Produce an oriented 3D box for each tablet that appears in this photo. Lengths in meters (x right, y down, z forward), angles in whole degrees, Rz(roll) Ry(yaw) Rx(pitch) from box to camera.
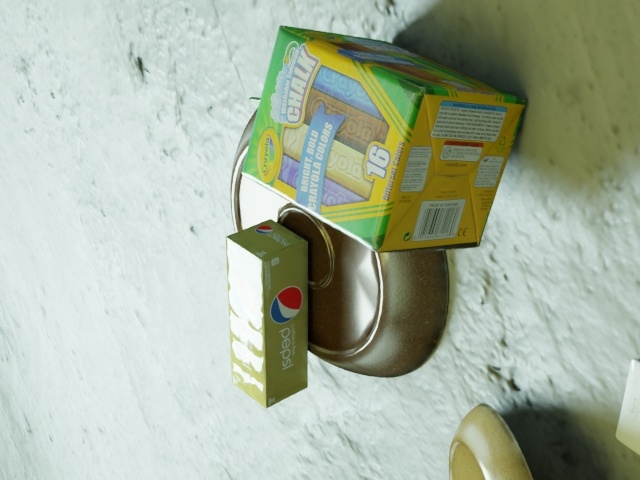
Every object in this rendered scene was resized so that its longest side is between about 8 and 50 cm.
[{"bbox_3d":[0.259,0.137,0.928,0.054,0.006,0.083,33,135,39],"label":"tablet"}]

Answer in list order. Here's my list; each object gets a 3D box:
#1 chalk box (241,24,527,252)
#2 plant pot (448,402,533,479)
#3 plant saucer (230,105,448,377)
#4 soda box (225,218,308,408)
[{"bbox_3d":[0.033,-0.092,0.961,0.213,0.132,0.132,32,114,39],"label":"chalk box"},{"bbox_3d":[0.154,0.261,1.030,0.236,0.032,0.236,169,90,-81],"label":"plant pot"},{"bbox_3d":[0.000,0.000,1.169,0.310,0.050,0.310,30,132,42],"label":"plant saucer"},{"bbox_3d":[-0.052,0.075,1.189,0.061,0.058,0.181,31,133,41],"label":"soda box"}]
